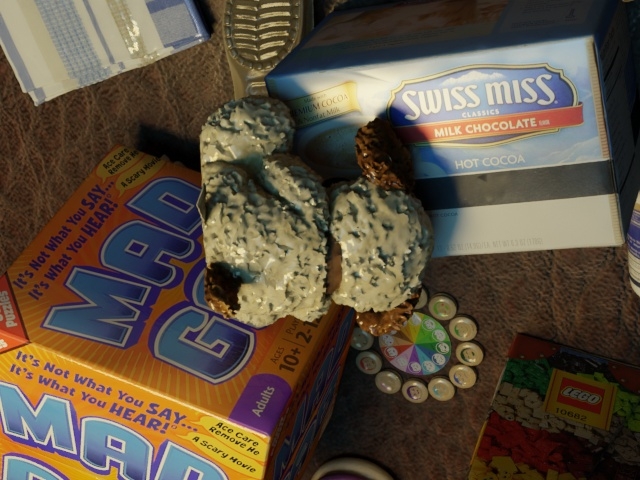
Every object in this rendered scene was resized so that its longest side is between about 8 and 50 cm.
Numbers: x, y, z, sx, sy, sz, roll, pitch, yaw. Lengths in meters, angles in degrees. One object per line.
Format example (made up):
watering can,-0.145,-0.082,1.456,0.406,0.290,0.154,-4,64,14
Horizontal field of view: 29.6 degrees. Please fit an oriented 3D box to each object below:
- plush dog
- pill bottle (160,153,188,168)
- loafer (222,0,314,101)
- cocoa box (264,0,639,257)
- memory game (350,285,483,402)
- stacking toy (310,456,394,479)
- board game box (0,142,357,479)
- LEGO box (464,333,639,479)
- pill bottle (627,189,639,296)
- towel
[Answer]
plush dog,0.000,0.000,1.203,0.225,0.210,0.262,-4,118,-1
pill bottle,-0.181,-0.073,1.575,0.083,0.043,0.043,43,123,-5
loafer,-0.055,-0.210,1.429,0.102,0.092,0.268,6,103,16
cocoa box,0.155,-0.133,1.305,0.347,0.231,0.228,-4,116,23
memory game,0.123,0.137,1.598,0.186,0.012,0.186,9,121,15
stacking toy,0.005,0.439,1.617,0.141,0.330,0.141,9,120,16
board game box,-0.180,0.166,1.490,0.356,0.356,0.356,20,132,9
LEGO box,0.249,0.434,1.501,0.193,0.372,0.500,16,121,12
pill bottle,0.403,0.013,1.366,0.112,0.112,0.186,0,117,20
towel,-0.290,-0.300,1.498,0.285,0.034,0.209,-15,109,24
